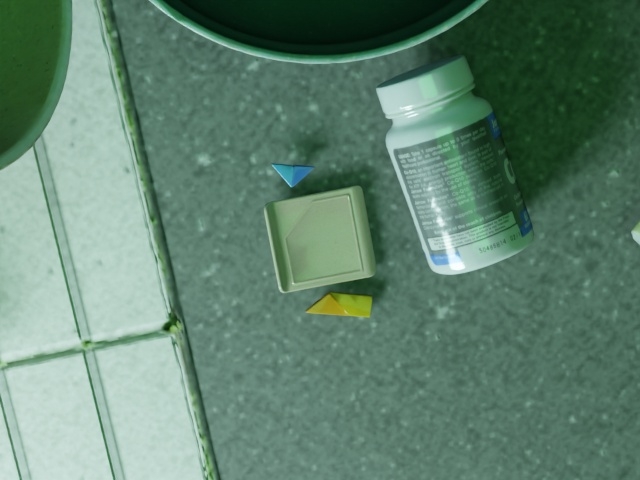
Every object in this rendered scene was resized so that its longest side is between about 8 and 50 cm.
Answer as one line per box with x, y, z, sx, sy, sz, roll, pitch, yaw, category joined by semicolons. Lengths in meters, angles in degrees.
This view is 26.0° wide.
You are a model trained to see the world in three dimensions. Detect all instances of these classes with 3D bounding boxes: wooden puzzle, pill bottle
0.000;0.000;0.991;0.079;0.014;0.116;-5;100;-7;wooden puzzle
0.091;-0.053;0.953;0.078;0.078;0.137;-20;101;0;pill bottle

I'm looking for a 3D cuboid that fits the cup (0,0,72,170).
-0.342;-0.164;0.816;0.237;0.331;0.331;-16;101;25;cup

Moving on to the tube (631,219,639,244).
0.318;-0.078;0.977;0.240;0.062;0.070;-52;140;1;tube

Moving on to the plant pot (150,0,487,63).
-0.005;-0.259;0.853;0.293;0.196;0.293;0;99;-3;plant pot
